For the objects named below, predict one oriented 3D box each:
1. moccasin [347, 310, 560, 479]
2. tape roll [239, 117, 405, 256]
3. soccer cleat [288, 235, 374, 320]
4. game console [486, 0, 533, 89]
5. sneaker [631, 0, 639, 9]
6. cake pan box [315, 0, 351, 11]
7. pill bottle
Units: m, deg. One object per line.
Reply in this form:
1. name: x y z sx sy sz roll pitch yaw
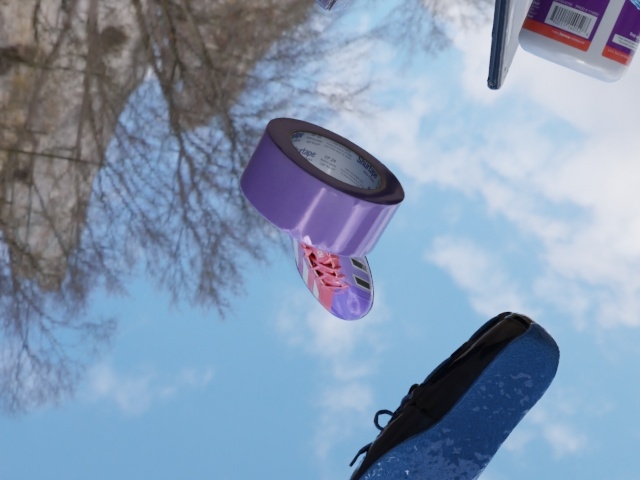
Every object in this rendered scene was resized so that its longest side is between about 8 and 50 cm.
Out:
1. moccasin: 0.158 0.231 1.179 0.138 0.342 0.117 45 -173 -20
2. tape roll: 0.003 -0.067 1.155 0.189 0.080 0.189 26 -157 -12
3. soccer cleat: 0.000 0.000 1.417 0.108 0.318 0.116 -17 -157 6
4. game console: 0.386 -0.528 1.834 0.060 0.386 0.342 19 -111 15
5. sneaker: 0.308 -0.246 0.681 0.127 0.208 0.319 18 -144 -58
6. cake pan box: 0.009 -0.467 1.184 0.246 0.267 0.070 42 -154 9
7. pill bottle: 0.447 -0.421 1.472 0.181 0.323 0.181 20 -165 -6
